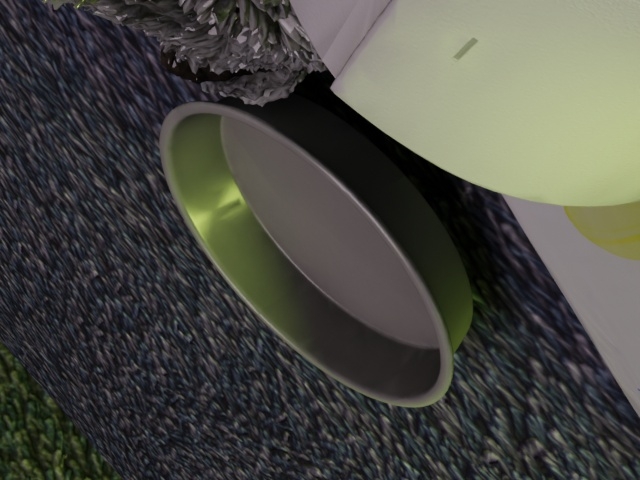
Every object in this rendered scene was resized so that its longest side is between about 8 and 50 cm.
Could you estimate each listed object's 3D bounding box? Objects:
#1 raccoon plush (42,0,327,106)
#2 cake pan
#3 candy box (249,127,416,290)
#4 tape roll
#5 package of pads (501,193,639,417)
[{"bbox_3d":[0.045,-0.157,0.896,0.299,0.216,0.446,25,-179,16],"label":"raccoon plush"},{"bbox_3d":[0.000,0.000,1.227,0.293,0.054,0.293,37,155,21],"label":"cake pan"},{"bbox_3d":[0.014,-0.030,1.260,0.206,0.027,0.105,43,154,8],"label":"candy box"},{"bbox_3d":[0.116,-0.151,0.588,0.246,0.246,0.169,47,157,1],"label":"tape roll"},{"bbox_3d":[0.237,0.029,0.862,0.229,0.101,0.296,3,131,58],"label":"package of pads"}]
